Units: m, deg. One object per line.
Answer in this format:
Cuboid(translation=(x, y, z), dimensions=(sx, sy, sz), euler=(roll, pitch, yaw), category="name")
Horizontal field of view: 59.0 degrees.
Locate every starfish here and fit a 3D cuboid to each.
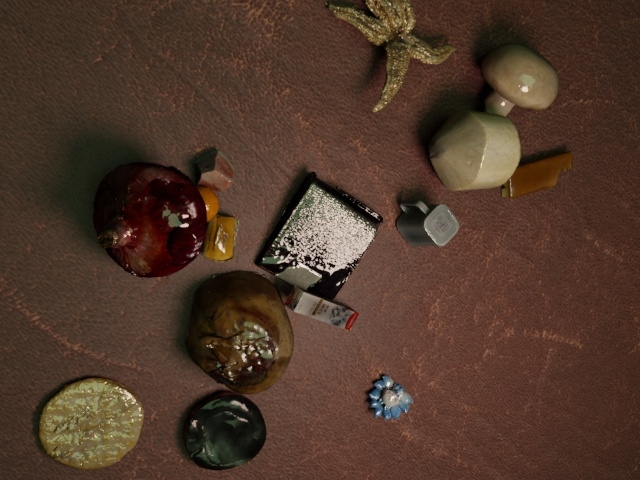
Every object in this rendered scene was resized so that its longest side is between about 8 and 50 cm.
Cuboid(translation=(0.146, -0.497, 1.332), dimensions=(0.301, 0.084, 0.293), euler=(-40, 105, -15), category="starfish")

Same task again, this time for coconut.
Cuboid(translation=(0.369, -0.222, 1.396), dimensions=(0.222, 0.202, 0.202), euler=(-4, 99, -26), category="coconut")

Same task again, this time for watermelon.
Cuboid(translation=(-0.229, -0.154, 1.248), dimensions=(0.085, 0.072, 0.092), euler=(14, 88, -39), category="watermelon")

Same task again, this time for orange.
Cuboid(translation=(-0.263, -0.079, 1.238), dimensions=(0.084, 0.083, 0.083), euler=(-3, 99, -20), category="orange")

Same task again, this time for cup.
Cuboid(translation=(0.259, -0.051, 1.418), dimensions=(0.095, 0.129, 0.128), euler=(-44, 107, -17), category="cup")

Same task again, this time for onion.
Cuboid(translation=(-0.349, -0.032, 1.125), dimensions=(0.219, 0.252, 0.252), euler=(-47, 118, -55), category="onion")

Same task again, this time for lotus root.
Cuboid(translation=(-0.174, 0.215, 1.272), dimensions=(0.272, 0.192, 0.272), euler=(-3, 103, -14), category="lotus root")

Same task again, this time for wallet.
Cuboid(translation=(0.000, 0.000, 1.360), dimensions=(0.221, 0.071, 0.262), euler=(31, 93, -23), category="wallet")

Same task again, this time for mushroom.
Cuboid(translation=(0.485, -0.388, 1.432), dimensions=(0.204, 0.204, 0.204), euler=(-3, 99, -20), category="mushroom")

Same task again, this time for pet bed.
Cuboid(translation=(-0.228, 0.454, 1.346), dimensions=(0.201, 0.053, 0.201), euler=(-3, 99, -21), category="pet bed")

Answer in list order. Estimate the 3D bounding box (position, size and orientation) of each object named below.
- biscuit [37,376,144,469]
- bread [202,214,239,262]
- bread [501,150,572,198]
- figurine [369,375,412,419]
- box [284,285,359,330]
Cuboid(translation=(-0.502, 0.405, 1.246), dimensions=(0.220, 0.033, 0.219), euler=(-3, 99, -21), category="biscuit")
Cuboid(translation=(-0.225, -0.004, 1.279), dimensions=(0.072, 0.053, 0.105), euler=(10, 89, -25), category="bread")
Cuboid(translation=(0.601, -0.183, 1.567), dimensions=(0.226, 0.049, 0.088), euler=(-15, 103, -19), category="bread")
Cuboid(translation=(0.174, 0.420, 1.478), dimensions=(0.114, 0.079, 0.114), euler=(1, 76, -5), category="figurine")
Cuboid(translation=(0.007, 0.165, 1.353), dimensions=(0.218, 0.039, 0.055), euler=(26, 95, -46), category="box")
